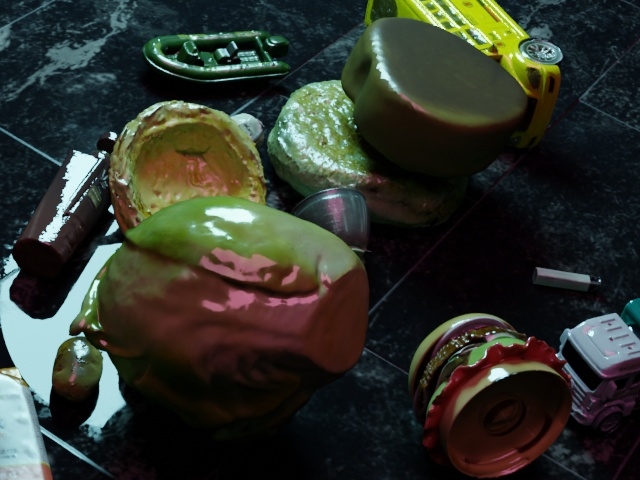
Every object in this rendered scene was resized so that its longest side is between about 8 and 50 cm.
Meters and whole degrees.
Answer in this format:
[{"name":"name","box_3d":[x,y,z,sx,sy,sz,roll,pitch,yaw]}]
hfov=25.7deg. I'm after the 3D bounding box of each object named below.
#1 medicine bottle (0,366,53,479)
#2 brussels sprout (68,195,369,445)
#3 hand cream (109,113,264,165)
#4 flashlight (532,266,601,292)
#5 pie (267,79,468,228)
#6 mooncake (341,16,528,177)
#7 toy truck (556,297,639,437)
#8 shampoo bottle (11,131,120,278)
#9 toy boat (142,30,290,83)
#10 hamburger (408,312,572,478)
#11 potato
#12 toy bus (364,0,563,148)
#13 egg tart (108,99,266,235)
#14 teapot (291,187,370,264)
[{"name":"medicine bottle","box_3d":[-0.338,0.193,1.300,0.149,0.112,0.222,-5,44,-22]},{"name":"brussels sprout","box_3d":[-0.099,0.080,1.386,0.294,0.259,0.227,-2,70,30]},{"name":"hand cream","box_3d":[-0.159,-0.100,1.733,0.248,0.052,0.075,-32,81,-42]},{"name":"flashlight","box_3d":[0.305,0.049,1.734,0.083,0.018,0.018,9,40,-7]},{"name":"pie","box_3d":[0.063,-0.116,1.813,0.277,0.078,0.277,13,36,-10]},{"name":"mooncake","box_3d":[0.143,-0.173,1.758,0.235,0.117,0.234,19,34,-13]},{"name":"toy truck","box_3d":[0.384,0.129,1.593,0.253,0.124,0.114,-9,44,-29]},{"name":"shampoo bottle","box_3d":[-0.282,-0.048,1.632,0.067,0.068,0.236,11,41,10]},{"name":"toy boat","box_3d":[-0.142,-0.250,1.914,0.210,0.052,0.104,-5,47,-24]},{"name":"hamburger","box_3d":[0.166,0.156,1.470,0.175,0.175,0.137,-7,32,-24]},{"name":"potato","box_3d":[-0.251,0.132,1.452,0.051,0.040,0.083,5,40,-4]},{"name":"toy bus","box_3d":[0.197,-0.267,1.968,0.152,0.144,0.330,-10,45,-27]},{"name":"egg tart","box_3d":[-0.159,-0.056,1.625,0.213,0.090,0.212,12,68,-31]},{"name":"teapot","box_3d":[0.006,0.002,1.665,0.092,0.124,0.090,31,37,-53]}]
